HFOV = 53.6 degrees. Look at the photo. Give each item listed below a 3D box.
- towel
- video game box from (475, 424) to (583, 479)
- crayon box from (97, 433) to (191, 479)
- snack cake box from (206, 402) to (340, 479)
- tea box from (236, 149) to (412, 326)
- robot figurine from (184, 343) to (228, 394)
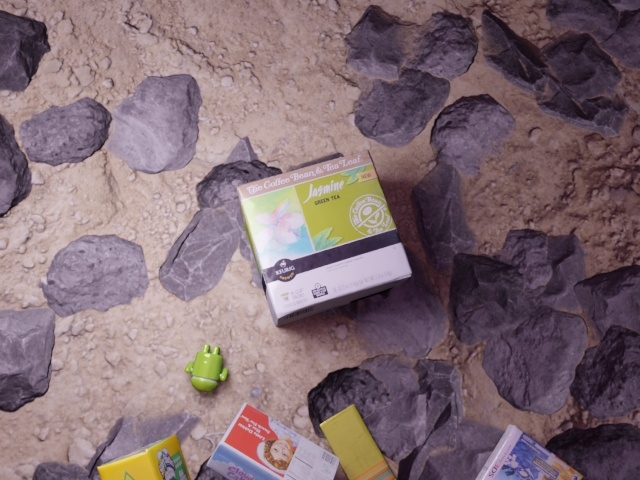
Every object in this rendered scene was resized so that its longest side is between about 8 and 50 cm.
[{"bbox_3d":[0.096,0.523,1.521,0.102,0.021,0.237,-28,80,-14],"label":"towel"},{"bbox_3d":[0.497,0.582,1.527,0.205,0.048,0.187,36,79,4],"label":"video game box"},{"bbox_3d":[-0.319,0.576,1.294,0.106,0.363,0.313,-20,79,-9],"label":"crayon box"},{"bbox_3d":[-0.102,0.502,1.430,0.264,0.152,0.089,31,119,3],"label":"snack cake box"},{"bbox_3d":[0.000,0.000,1.530,0.329,0.220,0.323,-18,78,-9],"label":"tea box"},{"bbox_3d":[-0.271,0.308,1.513,0.101,0.067,0.115,11,76,-1],"label":"robot figurine"}]
